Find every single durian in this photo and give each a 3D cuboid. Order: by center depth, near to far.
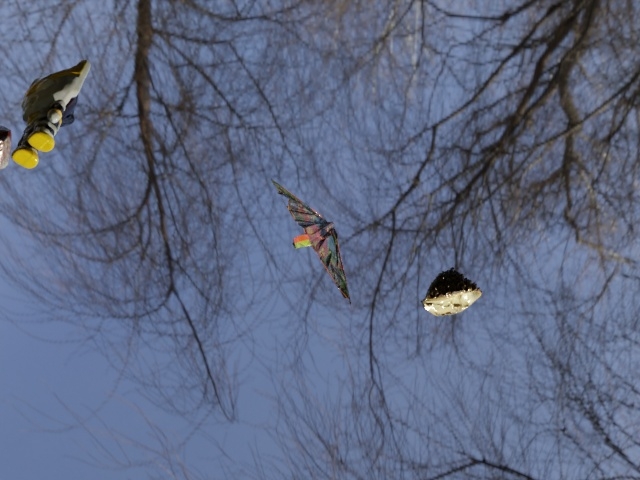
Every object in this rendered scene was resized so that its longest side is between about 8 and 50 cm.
[{"bbox_3d":[0.200,0.078,1.263,0.130,0.066,0.052,3,-141,-43],"label":"durian"}]

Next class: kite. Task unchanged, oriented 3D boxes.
[{"bbox_3d":[0.000,0.000,1.315,0.014,0.183,0.241,-31,-95,23],"label":"kite"}]

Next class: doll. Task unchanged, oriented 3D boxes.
[{"bbox_3d":[-0.526,-0.246,1.585,0.103,0.146,0.316,16,-147,-18],"label":"doll"}]

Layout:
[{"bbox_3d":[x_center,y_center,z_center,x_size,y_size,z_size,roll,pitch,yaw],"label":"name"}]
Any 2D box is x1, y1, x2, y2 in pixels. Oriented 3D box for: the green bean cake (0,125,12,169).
[{"bbox_3d":[-0.717,-0.181,1.533,0.232,0.097,0.198,16,-163,12],"label":"green bean cake"}]
